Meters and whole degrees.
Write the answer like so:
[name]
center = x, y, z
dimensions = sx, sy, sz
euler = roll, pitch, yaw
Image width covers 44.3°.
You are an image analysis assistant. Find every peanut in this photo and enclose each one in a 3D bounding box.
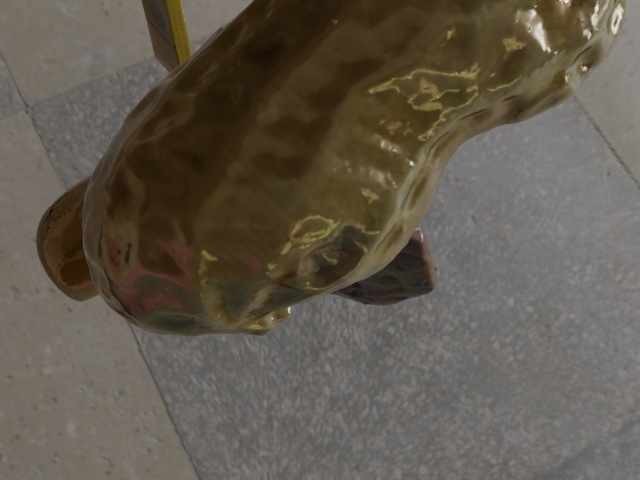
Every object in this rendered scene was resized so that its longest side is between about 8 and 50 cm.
[peanut]
center = 0.015, -0.066, 0.410
dimensions = 0.325, 0.140, 0.153
euler = -33, 79, 5

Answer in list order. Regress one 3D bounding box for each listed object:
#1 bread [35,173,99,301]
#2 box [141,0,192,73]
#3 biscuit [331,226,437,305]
[bread]
center = -0.226, -0.026, 0.899
dimensions = 0.217, 0.098, 0.147
euler = -28, 61, 10
[box]
center = -0.179, -0.259, 0.895
dimensions = 0.023, 0.155, 0.087
euler = -24, 50, -18
[biscuit]
center = 0.000, 0.000, 1.134
dimensions = 0.359, 0.359, 0.046
euler = 19, 66, 5
